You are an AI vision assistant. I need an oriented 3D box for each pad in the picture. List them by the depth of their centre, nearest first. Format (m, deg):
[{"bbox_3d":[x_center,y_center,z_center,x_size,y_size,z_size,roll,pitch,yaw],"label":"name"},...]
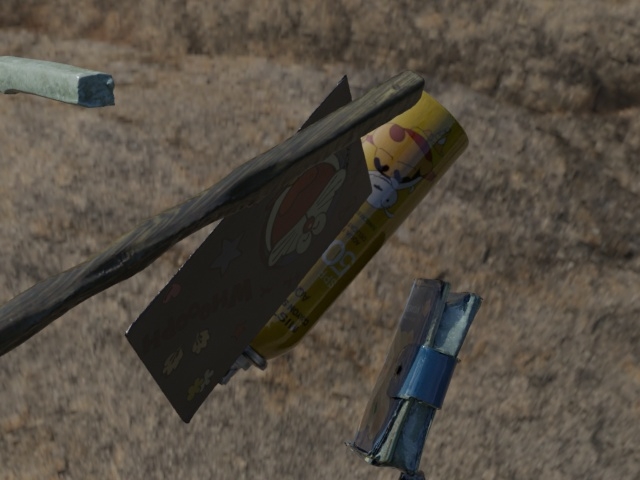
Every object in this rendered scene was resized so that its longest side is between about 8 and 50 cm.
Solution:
[{"bbox_3d":[-0.042,0.012,0.971,0.006,0.170,0.245,31,70,23],"label":"pad"}]

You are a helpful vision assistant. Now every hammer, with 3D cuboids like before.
[{"bbox_3d":[-0.054,0.006,0.380,0.058,0.029,0.292,39,46,18],"label":"hammer"}]

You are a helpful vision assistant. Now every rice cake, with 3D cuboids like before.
[{"bbox_3d":[-0.146,-0.084,0.694,0.022,0.022,0.121,-2,12,-37],"label":"rice cake"}]

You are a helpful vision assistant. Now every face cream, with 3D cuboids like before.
[{"bbox_3d":[0.000,0.000,1.314,0.105,0.105,0.349,39,83,16],"label":"face cream"}]

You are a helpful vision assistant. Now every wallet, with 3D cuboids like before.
[{"bbox_3d":[0.096,0.140,1.364,0.059,0.141,0.202,24,84,-8],"label":"wallet"}]

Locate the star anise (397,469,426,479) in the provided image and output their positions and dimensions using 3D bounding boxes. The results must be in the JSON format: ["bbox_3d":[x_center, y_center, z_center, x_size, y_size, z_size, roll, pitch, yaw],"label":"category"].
[{"bbox_3d":[0.103,0.326,1.397,0.180,0.061,0.204,37,44,-4],"label":"star anise"}]
